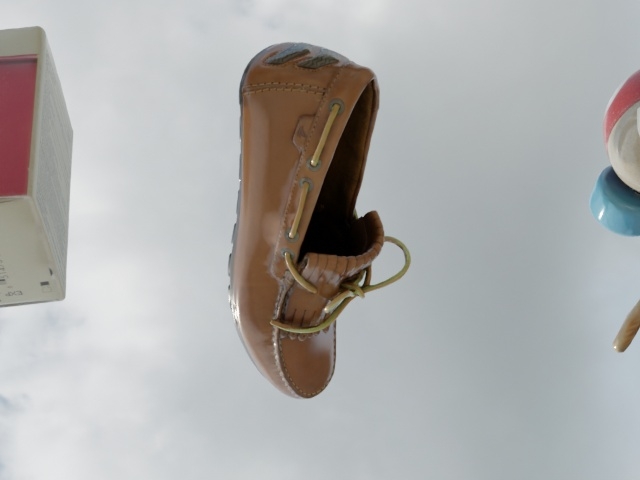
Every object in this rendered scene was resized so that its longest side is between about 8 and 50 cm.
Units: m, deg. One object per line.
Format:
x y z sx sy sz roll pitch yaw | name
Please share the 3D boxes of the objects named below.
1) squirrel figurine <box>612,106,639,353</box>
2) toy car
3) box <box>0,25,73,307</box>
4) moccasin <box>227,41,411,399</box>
0.229 0.110 0.477 0.397 0.281 0.371 -3 -90 -57 | squirrel figurine
0.367 -0.154 1.086 0.210 0.219 0.238 6 -133 -7 | toy car
-0.311 -0.069 1.048 0.126 0.232 0.149 -7 -41 -3 | box
0.002 -0.001 1.069 0.139 0.147 0.380 -36 -41 -52 | moccasin
